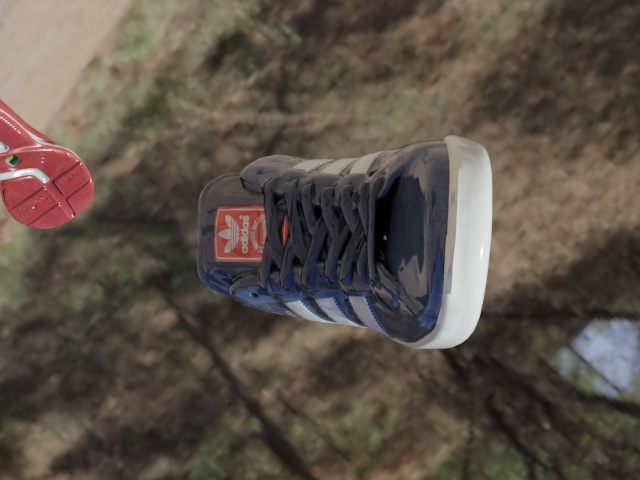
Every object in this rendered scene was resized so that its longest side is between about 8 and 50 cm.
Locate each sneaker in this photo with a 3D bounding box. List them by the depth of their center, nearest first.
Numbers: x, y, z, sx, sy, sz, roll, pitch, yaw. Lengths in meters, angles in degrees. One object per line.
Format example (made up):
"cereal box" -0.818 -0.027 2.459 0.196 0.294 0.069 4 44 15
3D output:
"sneaker" 0.000 0.000 0.964 0.350 0.148 0.131 162 -66 -75
"sneaker" -0.287 -0.103 1.352 0.087 0.128 0.221 -33 151 0
